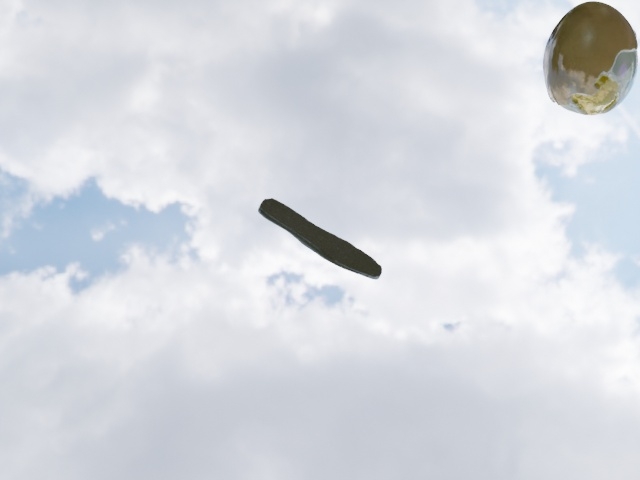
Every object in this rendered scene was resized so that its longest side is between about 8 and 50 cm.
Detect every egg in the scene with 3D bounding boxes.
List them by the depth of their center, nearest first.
[{"bbox_3d":[0.209,-0.141,0.593,0.071,0.083,0.071,-2,-140,2],"label":"egg"}]

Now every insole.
[{"bbox_3d":[0.000,0.000,1.049,0.192,0.010,0.063,31,-148,0],"label":"insole"}]
